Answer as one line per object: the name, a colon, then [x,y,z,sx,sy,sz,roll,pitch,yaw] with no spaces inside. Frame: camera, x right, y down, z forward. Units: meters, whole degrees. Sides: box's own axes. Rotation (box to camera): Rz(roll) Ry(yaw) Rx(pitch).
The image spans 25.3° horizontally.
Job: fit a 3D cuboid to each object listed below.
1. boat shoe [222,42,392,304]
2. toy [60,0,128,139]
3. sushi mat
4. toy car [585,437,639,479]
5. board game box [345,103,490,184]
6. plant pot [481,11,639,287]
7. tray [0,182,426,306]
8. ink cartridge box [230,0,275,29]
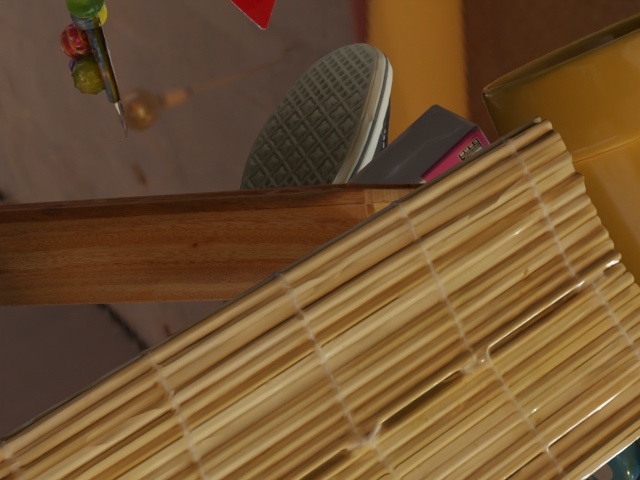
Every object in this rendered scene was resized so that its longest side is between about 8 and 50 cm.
boat shoe: [0.000,0.000,1.717,0.187,0.156,0.500,-4,-114,41]
toy: [-0.275,-0.223,1.682,0.237,0.056,0.137,103,-30,-67]
sushi mat: [0.019,0.078,0.594,0.151,0.316,0.019,61,-26,-4]
toy car: [0.420,0.289,1.676,0.210,0.219,0.238,20,-50,28]
board game box: [0.128,0.054,1.418,0.303,0.224,0.097,53,-10,-32]
plant pot: [0.303,-0.076,1.252,0.239,0.254,0.254,65,-24,-7]
tray: [-0.122,0.004,1.032,0.411,0.203,0.076,-3,-89,22]
ink cartridge box: [-0.088,-0.435,1.570,0.130,0.272,0.309,-19,-45,41]
